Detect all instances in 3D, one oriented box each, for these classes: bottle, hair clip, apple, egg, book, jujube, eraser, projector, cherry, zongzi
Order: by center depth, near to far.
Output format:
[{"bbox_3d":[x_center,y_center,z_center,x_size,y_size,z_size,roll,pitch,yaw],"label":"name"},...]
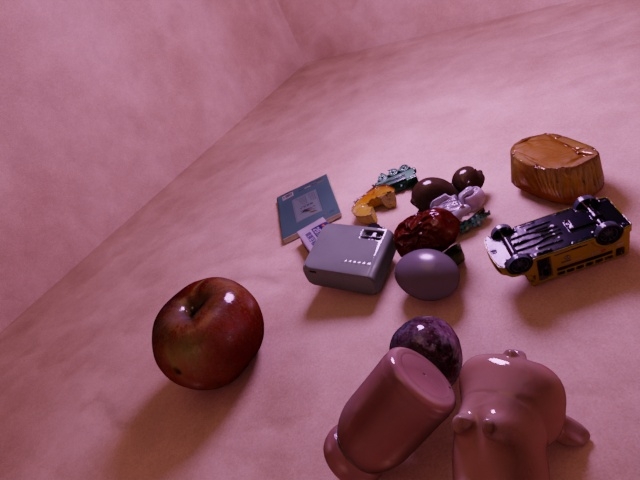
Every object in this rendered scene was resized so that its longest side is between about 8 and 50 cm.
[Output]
[{"bbox_3d":[0.136,0.381,1.126,0.297,0.173,0.206,-56,1,19],"label":"bottle"},{"bbox_3d":[0.249,0.268,1.244,0.195,0.195,0.195,-20,32,14],"label":"cherry"},{"bbox_3d":[0.298,0.096,1.484,0.146,0.146,0.198,-45,33,-25],"label":"egg"},{"bbox_3d":[0.320,-0.020,1.581,0.155,0.155,0.230,-50,4,-30],"label":"jujube"},{"bbox_3d":[0.381,0.049,1.588,0.104,0.052,0.113,-26,18,16],"label":"zongzi"},{"bbox_3d":[-0.337,0.284,1.598,0.348,0.277,0.349,-18,35,13],"label":"apple"},{"bbox_3d":[0.460,-0.052,1.660,0.172,0.049,0.049,-32,31,-1],"label":"hair clip"},{"bbox_3d":[0.096,0.056,1.687,0.250,0.108,0.198,6,52,28],"label":"projector"},{"bbox_3d":[0.000,0.000,1.936,0.124,0.068,0.210,-32,31,-3],"label":"eraser"},{"bbox_3d":[-0.058,-0.144,2.221,0.264,0.031,0.379,-25,32,8],"label":"book"}]

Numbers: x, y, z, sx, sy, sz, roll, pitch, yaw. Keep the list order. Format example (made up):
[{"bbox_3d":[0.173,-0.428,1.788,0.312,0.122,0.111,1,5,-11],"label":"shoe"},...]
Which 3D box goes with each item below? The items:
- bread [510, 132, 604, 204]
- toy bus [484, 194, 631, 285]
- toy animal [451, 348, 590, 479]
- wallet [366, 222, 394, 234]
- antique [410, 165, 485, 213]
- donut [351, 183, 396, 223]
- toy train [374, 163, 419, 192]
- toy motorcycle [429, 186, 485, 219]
[{"bbox_3d":[0.710,-0.210,1.596,0.204,0.156,0.288,-27,28,-12],"label":"bread"},{"bbox_3d":[0.605,0.014,1.356,0.331,0.151,0.145,-20,38,10],"label":"toy bus"},{"bbox_3d":[0.354,0.370,0.996,0.237,0.269,0.327,-2,73,38],"label":"toy animal"},{"bbox_3d":[0.142,0.033,1.800,0.250,0.044,0.149,-37,36,-13],"label":"wallet"},{"bbox_3d":[0.428,-0.165,1.765,0.256,0.143,0.121,-18,31,13],"label":"antique"},{"bbox_3d":[0.199,-0.134,1.966,0.181,0.078,0.146,-46,34,-15],"label":"donut"},{"bbox_3d":[0.295,-0.228,2.029,0.170,0.071,0.111,-22,39,11],"label":"toy train"},{"bbox_3d":[0.409,-0.086,1.681,0.254,0.112,0.112,-32,29,20],"label":"toy motorcycle"}]
